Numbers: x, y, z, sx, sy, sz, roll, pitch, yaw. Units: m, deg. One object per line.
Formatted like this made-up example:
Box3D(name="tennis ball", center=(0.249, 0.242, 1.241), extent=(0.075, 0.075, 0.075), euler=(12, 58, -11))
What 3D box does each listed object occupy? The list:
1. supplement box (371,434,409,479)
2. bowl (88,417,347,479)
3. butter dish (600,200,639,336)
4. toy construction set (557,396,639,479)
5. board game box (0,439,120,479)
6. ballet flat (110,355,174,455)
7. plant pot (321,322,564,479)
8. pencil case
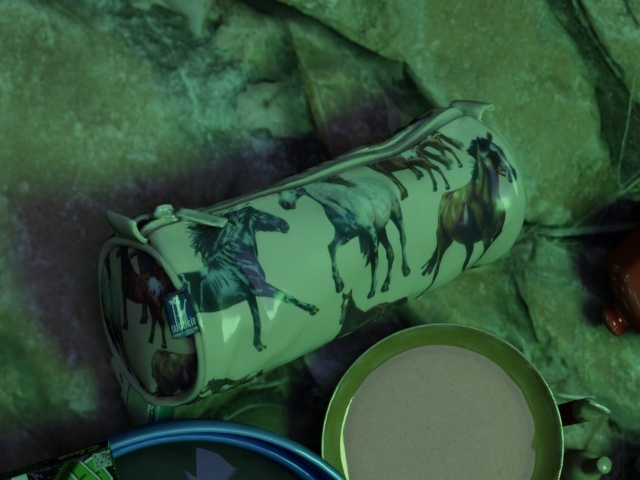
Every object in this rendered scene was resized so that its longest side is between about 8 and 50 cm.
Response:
Box3D(name="supplement box", center=(0.083, 0.233, 1.485), extent=(0.055, 0.043, 0.083), euler=(-20, 94, -14))
Box3D(name="bowl", center=(-0.122, 0.348, 1.362), extent=(0.391, 0.077, 0.391), euler=(-2, 99, -10))
Box3D(name="butter dish", center=(0.344, 0.056, 1.536), extent=(0.118, 0.160, 0.160), euler=(-34, 99, 8))
Box3D(name="toy construction set", center=(0.341, 0.281, 1.433), extent=(0.257, 0.237, 0.309), euler=(-39, 86, -15))
Box3D(name="board game box", center=(-0.210, 0.314, 1.287), extent=(0.136, 0.030, 0.260), euler=(-17, 102, -5))
Box3D(name="ballet flat", center=(-0.164, 0.098, 1.409), extent=(0.068, 0.072, 0.213), euler=(8, 84, 10))
Box3D(name="plant pot", center=(0.117, 0.198, 1.444), extent=(0.236, 0.032, 0.236), euler=(0, 88, -4))
Box3D(name="pencil case", center=(0.000, 0.000, 1.368), extent=(0.410, 0.160, 0.184), euler=(-23, 129, -30))
